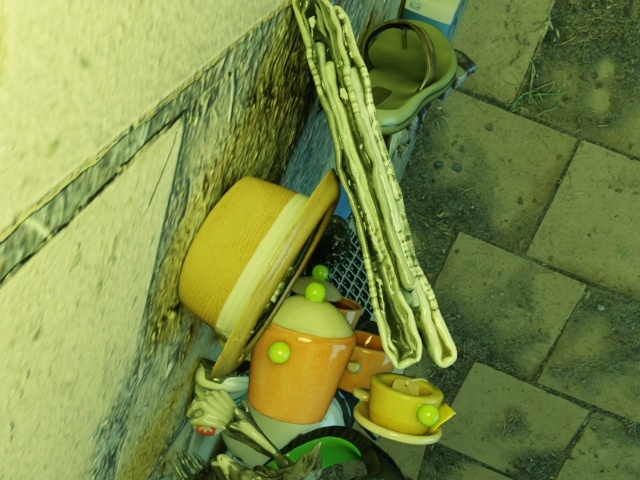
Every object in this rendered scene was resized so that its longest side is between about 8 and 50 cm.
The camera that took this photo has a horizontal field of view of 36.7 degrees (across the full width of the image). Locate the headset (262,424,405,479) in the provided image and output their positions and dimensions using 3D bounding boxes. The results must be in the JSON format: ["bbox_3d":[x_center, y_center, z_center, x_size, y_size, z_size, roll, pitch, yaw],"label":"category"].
[{"bbox_3d":[-0.021,0.322,0.924,0.243,0.185,0.394,-43,-154,8],"label":"headset"}]

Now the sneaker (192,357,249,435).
[{"bbox_3d":[-0.107,0.171,1.020,0.161,0.057,0.075,97,12,-79],"label":"sneaker"}]

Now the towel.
[{"bbox_3d":[0.055,-0.043,0.865,0.324,0.056,0.312,14,62,-83],"label":"towel"}]

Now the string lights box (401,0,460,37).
[{"bbox_3d":[0.169,-0.338,1.501,0.259,0.077,0.133,100,12,-66],"label":"string lights box"}]

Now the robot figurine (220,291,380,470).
[{"bbox_3d":[-0.023,0.184,1.263,0.278,0.174,0.209,-61,164,-51],"label":"robot figurine"}]

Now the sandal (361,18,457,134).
[{"bbox_3d":[0.095,-0.214,1.155,0.302,0.120,0.086,-58,155,-57],"label":"sandal"}]

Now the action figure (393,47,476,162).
[{"bbox_3d":[0.192,-0.270,1.905,0.285,0.099,0.185,-48,170,-36],"label":"action figure"}]

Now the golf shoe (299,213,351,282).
[{"bbox_3d":[0.000,0.000,1.342,0.198,0.077,0.093,116,-11,-59],"label":"golf shoe"}]

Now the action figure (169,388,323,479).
[{"bbox_3d":[-0.102,0.242,0.917,0.164,0.141,0.276,-53,-172,-32],"label":"action figure"}]

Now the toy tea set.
[{"bbox_3d":[0.005,0.085,0.982,0.336,0.200,0.124,-140,-118,-68],"label":"toy tea set"}]

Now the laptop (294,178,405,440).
[{"bbox_3d":[0.103,0.050,1.678,0.236,0.408,0.382,-30,-162,35],"label":"laptop"}]

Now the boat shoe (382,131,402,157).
[{"bbox_3d":[0.129,-0.189,1.786,0.045,0.050,0.135,-23,147,-34],"label":"boat shoe"}]

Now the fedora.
[{"bbox_3d":[-0.058,0.014,0.768,0.194,0.079,0.194,-59,176,-6],"label":"fedora"}]
